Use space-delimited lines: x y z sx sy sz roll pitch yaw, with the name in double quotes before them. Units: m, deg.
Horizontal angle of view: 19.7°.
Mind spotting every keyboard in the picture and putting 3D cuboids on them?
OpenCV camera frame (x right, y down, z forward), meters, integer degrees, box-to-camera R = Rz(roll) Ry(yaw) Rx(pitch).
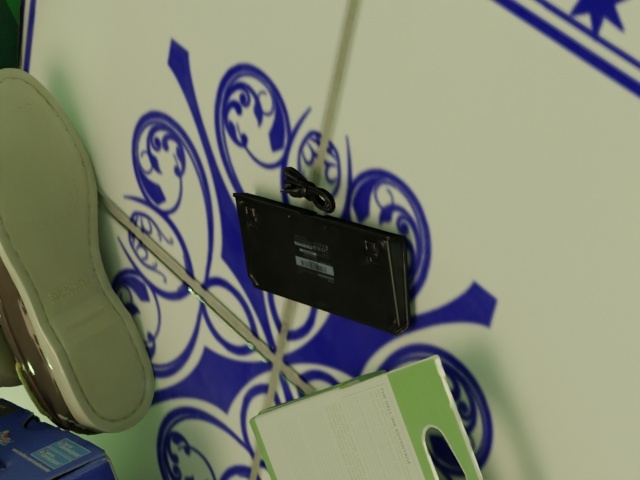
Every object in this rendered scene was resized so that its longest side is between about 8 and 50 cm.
"keyboard" 0.000 0.000 1.356 0.180 0.023 0.108 16 122 47

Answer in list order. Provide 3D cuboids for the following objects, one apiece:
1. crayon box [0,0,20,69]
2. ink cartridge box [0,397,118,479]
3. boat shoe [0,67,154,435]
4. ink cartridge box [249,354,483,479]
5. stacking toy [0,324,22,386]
"crayon box" -0.343 -0.318 1.618 0.202 0.081 0.319 34 128 40
"ink cartridge box" -0.249 0.303 1.600 0.270 0.151 0.396 11 122 60
"boat shoe" -0.243 0.015 1.595 0.096 0.116 0.324 -12 100 50
"ink cartridge box" 0.056 0.178 1.325 0.235 0.056 0.171 -25 84 50
"stacking toy" -0.403 0.100 1.727 0.330 0.141 0.141 -18 89 34
